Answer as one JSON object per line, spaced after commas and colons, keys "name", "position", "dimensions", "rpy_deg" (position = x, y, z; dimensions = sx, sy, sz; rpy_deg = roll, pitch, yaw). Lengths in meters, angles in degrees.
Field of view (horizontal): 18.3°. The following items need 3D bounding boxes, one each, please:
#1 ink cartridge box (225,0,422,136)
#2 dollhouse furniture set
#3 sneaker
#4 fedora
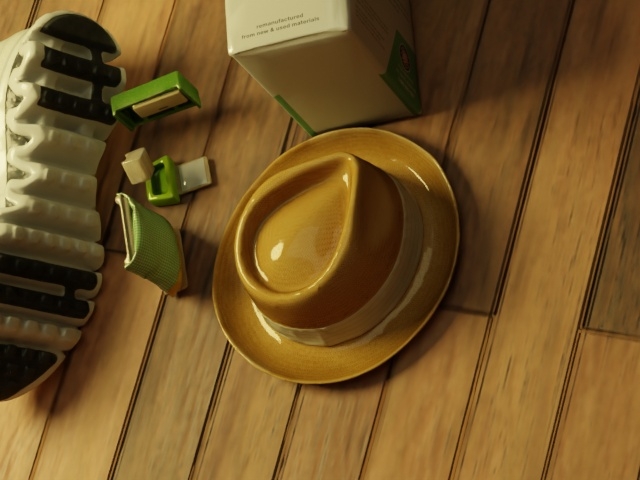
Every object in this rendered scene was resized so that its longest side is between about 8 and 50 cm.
{"name": "ink cartridge box", "position": [-0.001, -0.203, 1.406], "dimensions": [0.093, 0.154, 0.212], "rpy_deg": [-11, 68, 19]}
{"name": "dollhouse furniture set", "position": [-0.108, -0.040, 1.434], "dimensions": [0.058, 0.076, 0.152], "rpy_deg": [-18, 64, 16]}
{"name": "sneaker", "position": [-0.226, -0.023, 1.471], "dimensions": [0.118, 0.110, 0.292], "rpy_deg": [-3, 72, 44]}
{"name": "fedora", "position": [0.000, 0.000, 1.373], "dimensions": [0.194, 0.079, 0.194], "rpy_deg": [-8, 67, 19]}
